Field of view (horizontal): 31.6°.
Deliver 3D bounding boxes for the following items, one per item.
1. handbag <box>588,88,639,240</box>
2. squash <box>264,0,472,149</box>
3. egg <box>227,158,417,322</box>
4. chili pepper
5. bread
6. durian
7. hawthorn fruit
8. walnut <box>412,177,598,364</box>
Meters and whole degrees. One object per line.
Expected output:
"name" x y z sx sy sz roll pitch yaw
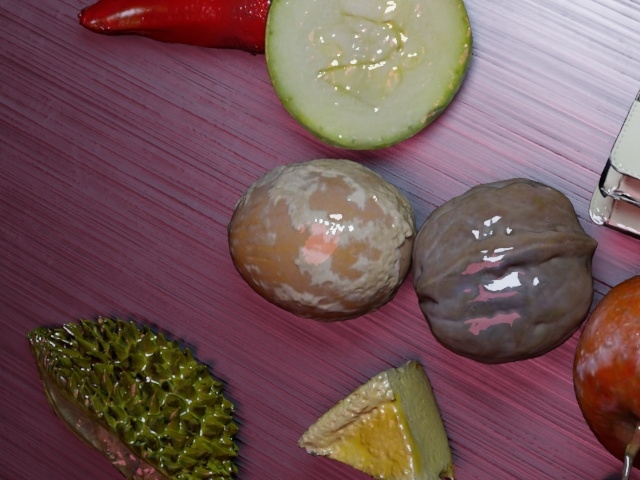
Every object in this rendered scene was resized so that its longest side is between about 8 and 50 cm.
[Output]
"handbag" 0.499 -0.080 1.197 0.358 0.160 0.237 23 67 14
"squash" 0.056 -0.237 1.352 0.252 0.049 0.252 -2 108 -5
"egg" 0.000 0.000 1.383 0.245 0.203 0.203 3 99 22
"chili pepper" -0.132 -0.289 1.434 0.387 0.110 0.110 5 100 20
"bread" 0.081 0.265 1.429 0.169 0.140 0.160 -39 74 24
"durian" -0.259 0.229 1.583 0.394 0.163 0.198 30 146 17
"hawthorn fruit" 0.393 0.143 1.249 0.231 0.263 0.235 -35 70 19
"walnut" 0.216 0.038 1.321 0.224 0.224 0.224 3 100 19
